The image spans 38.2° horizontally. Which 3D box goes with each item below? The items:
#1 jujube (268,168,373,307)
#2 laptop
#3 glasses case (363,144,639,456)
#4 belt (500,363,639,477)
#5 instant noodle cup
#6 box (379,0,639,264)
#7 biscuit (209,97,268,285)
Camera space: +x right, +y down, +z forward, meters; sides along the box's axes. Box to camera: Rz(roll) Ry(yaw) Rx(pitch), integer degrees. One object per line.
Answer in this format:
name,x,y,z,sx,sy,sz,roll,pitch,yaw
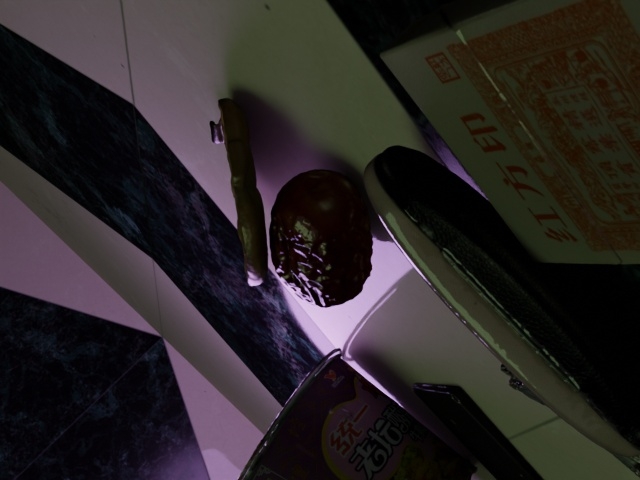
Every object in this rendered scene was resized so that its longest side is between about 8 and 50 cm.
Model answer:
jujube,0.000,0.000,0.969,0.112,0.109,0.176,6,149,6
laptop,0.207,0.262,1.211,0.197,0.016,0.135,48,162,-8
glasses case,0.154,0.045,0.738,0.314,0.075,0.122,45,-161,-2
belt,0.253,0.154,0.849,0.232,0.053,0.071,39,160,16
instant noodle cup,0.044,0.364,1.320,0.266,0.340,0.340,32,158,12
box,0.194,-0.073,0.515,0.204,0.051,0.365,50,161,-17
biscuit,-0.084,-0.046,1.033,0.260,0.041,0.203,93,162,-73
